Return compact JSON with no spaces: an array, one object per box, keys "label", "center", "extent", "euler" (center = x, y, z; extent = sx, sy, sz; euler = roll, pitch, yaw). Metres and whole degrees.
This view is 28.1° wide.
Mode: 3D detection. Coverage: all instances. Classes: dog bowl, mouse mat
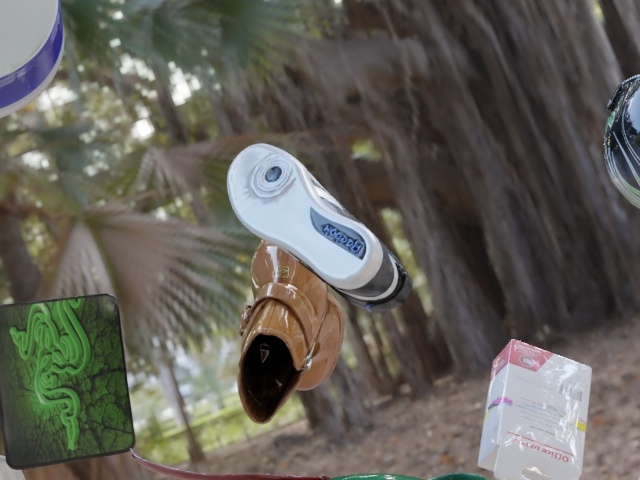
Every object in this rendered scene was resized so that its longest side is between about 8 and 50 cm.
[{"label":"dog bowl","center":[-0.488,-0.300,1.755],"extent":[0.264,0.265,0.104],"euler":[-20,-18,-15]},{"label":"mouse mat","center":[-0.297,0.161,1.476],"extent":[0.152,0.190,0.007],"euler":[-6,-7,-24]}]

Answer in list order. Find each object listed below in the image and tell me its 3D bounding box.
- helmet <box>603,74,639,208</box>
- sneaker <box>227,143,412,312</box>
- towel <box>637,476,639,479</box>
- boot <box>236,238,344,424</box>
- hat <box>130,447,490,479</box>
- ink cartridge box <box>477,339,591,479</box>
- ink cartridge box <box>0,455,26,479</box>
[{"label":"helmet","center":[0.409,-0.102,1.461],"extent":[0.169,0.162,0.169],"euler":[0,-14,0]},{"label":"sneaker","center":[0.000,0.000,1.214],"extent":[0.079,0.217,0.121],"euler":[-46,-40,0]},{"label":"towel","center":[0.479,0.512,1.652],"extent":[0.090,0.321,0.374],"euler":[2,15,-9]},{"label":"boot","center":[-0.032,0.117,1.370],"extent":[0.109,0.283,0.220],"euler":[8,41,2]},{"label":"hat","center":[0.002,0.186,0.952],"extent":[0.208,0.183,0.173],"euler":[-38,16,-3]},{"label":"ink cartridge box","center":[0.265,0.236,1.590],"extent":[0.115,0.198,0.067],"euler":[21,-37,-7]},{"label":"ink cartridge box","center":[-0.556,0.322,1.856],"extent":[0.384,0.091,0.308],"euler":[11,-40,15]}]
